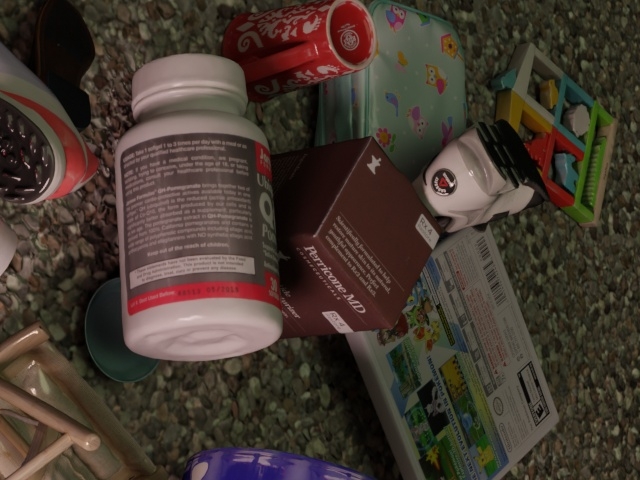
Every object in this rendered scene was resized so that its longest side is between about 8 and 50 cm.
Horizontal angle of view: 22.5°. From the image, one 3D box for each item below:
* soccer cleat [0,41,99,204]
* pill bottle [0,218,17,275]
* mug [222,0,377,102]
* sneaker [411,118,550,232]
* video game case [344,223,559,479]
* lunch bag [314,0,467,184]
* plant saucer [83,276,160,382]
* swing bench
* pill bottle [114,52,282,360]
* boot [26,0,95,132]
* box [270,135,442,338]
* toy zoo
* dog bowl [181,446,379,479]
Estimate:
[{"bbox_3d":[-0.347,-0.163,1.604,0.318,0.108,0.116,48,20,12],"label":"soccer cleat"},{"bbox_3d":[-0.402,-0.042,1.565,0.221,0.124,0.124,45,54,-32],"label":"pill bottle"},{"bbox_3d":[-0.028,-0.223,1.958,0.113,0.169,0.150,47,53,-33],"label":"mug"},{"bbox_3d":[0.196,-0.076,2.079,0.122,0.146,0.330,62,19,13],"label":"sneaker"},{"bbox_3d":[0.178,0.173,2.127,0.300,0.036,0.329,-36,111,-41],"label":"video game case"},{"bbox_3d":[0.088,-0.176,2.121,0.224,0.108,0.279,8,78,-45],"label":"lunch bag"},{"bbox_3d":[-0.224,0.101,1.810,0.119,0.021,0.119,8,78,-45],"label":"plant saucer"},{"bbox_3d":[-0.252,0.260,1.614,0.165,0.255,0.253,-37,121,-3],"label":"swing bench"},{"bbox_3d":[-0.139,-0.038,1.794,0.176,0.176,0.318,14,64,-45],"label":"pill bottle"},{"bbox_3d":[-0.306,-0.173,1.736,0.082,0.106,0.219,36,31,-33],"label":"boot"},{"bbox_3d":[0.000,0.000,1.932,0.168,0.203,0.167,51,52,-29],"label":"box"},{"bbox_3d":[0.349,-0.169,2.454,0.293,0.030,0.192,33,61,-39],"label":"toy zoo"},{"bbox_3d":[-0.035,0.324,1.802,0.265,0.265,0.104,33,59,-39],"label":"dog bowl"}]
